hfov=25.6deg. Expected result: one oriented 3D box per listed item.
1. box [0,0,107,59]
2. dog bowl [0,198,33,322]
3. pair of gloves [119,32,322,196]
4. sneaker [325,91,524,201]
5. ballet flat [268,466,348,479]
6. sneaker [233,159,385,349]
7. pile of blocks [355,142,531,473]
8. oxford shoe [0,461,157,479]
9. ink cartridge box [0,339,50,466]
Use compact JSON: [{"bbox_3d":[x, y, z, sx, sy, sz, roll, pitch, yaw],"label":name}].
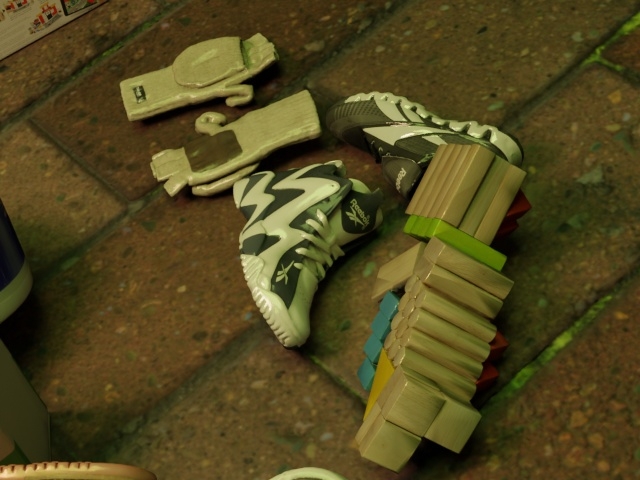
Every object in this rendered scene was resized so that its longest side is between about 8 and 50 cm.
[{"bbox_3d":[-0.388,-0.313,1.829,0.207,0.114,0.036,-31,49,-13],"label":"box"},{"bbox_3d":[-0.445,0.040,1.480,0.264,0.104,0.265,-14,22,6],"label":"dog bowl"},{"bbox_3d":[-0.119,-0.150,1.665,0.204,0.042,0.240,-27,47,-4],"label":"pair of gloves"},{"bbox_3d":[0.095,-0.095,1.533,0.234,0.078,0.106,18,55,25],"label":"sneaker"},{"bbox_3d":[-0.137,0.310,1.215,0.400,0.139,0.139,-24,48,5],"label":"ballet flat"},{"bbox_3d":[0.000,0.000,1.466,0.153,0.094,0.235,-21,37,8],"label":"sneaker"},{"bbox_3d":[0.127,0.072,1.383,0.112,0.149,0.362,28,63,-17],"label":"pile of blocks"},{"bbox_3d":[-0.327,0.304,1.286,0.397,0.140,0.147,-18,64,11],"label":"oxford shoe"},{"bbox_3d":[-0.424,0.189,1.348,0.278,0.201,0.117,-15,50,3],"label":"ink cartridge box"}]
